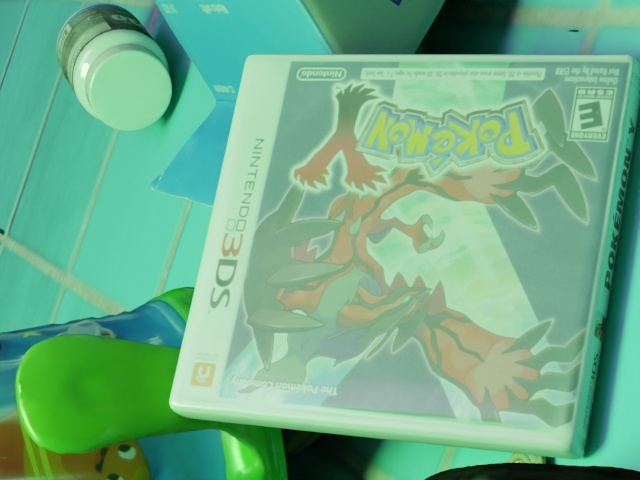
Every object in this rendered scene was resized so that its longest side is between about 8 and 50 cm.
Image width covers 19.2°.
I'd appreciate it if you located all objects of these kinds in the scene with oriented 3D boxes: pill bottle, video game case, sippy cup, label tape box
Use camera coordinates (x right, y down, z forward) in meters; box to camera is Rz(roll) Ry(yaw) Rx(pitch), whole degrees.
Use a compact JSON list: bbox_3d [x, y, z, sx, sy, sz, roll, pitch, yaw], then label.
[{"bbox_3d":[-0.164,-0.138,1.510,0.078,0.078,0.137,-66,23,13],"label":"pill bottle"},{"bbox_3d":[0.038,0.000,0.866,0.201,0.023,0.183,3,72,27],"label":"video game case"},{"bbox_3d":[-0.161,0.146,1.026,0.240,0.224,0.305,-126,42,-55],"label":"sippy cup"},{"bbox_3d":[-0.006,-0.189,1.065,0.348,0.115,0.249,-59,22,-6],"label":"label tape box"}]

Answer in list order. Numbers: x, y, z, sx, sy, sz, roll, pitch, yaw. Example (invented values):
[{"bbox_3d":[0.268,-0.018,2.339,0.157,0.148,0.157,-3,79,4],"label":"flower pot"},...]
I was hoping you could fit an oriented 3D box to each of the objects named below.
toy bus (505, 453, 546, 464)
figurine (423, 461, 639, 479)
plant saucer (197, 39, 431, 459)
[{"bbox_3d":[-0.002,0.186,0.857,0.191,0.104,0.202,-23,52,60],"label":"toy bus"},{"bbox_3d":[0.108,0.168,0.655,0.209,0.092,0.215,-29,48,53],"label":"figurine"},{"bbox_3d":[0.000,0.000,1.081,0.278,0.041,0.278,-49,31,43],"label":"plant saucer"}]
